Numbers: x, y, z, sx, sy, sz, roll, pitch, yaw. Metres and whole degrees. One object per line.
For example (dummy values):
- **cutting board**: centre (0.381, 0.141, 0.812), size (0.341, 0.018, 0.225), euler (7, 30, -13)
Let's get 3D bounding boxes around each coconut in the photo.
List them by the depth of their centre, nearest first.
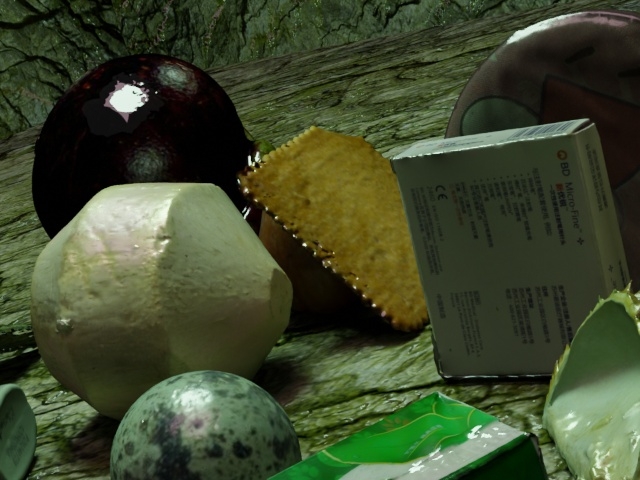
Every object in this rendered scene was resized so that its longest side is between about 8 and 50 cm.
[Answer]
- **coconut**: centre (-0.141, 0.053, 1.227), size (0.237, 0.237, 0.197), euler (-12, -19, 17)

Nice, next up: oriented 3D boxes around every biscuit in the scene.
- **biscuit**: centre (0.048, -0.023, 1.344), size (0.013, 0.232, 0.237), euler (-53, -7, 33)

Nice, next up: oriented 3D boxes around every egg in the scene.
- **egg**: centre (-0.084, 0.158, 0.941), size (0.132, 0.132, 0.172), euler (-22, 5, -20)

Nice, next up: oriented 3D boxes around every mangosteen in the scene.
- **mangosteen**: centre (-0.202, -0.069, 1.644), size (0.297, 0.313, 0.297), euler (-42, -11, -10)

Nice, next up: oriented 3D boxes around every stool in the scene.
- **stool**: centre (0.258, -0.064, 1.179), size (0.272, 0.272, 0.178), euler (-9, 1, 25)

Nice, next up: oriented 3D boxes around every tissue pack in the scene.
- **tissue pack**: centre (0.009, 0.189, 0.700), size (0.209, 0.148, 0.156), euler (-24, 17, -23)

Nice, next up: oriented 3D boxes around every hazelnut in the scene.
- **hazelnut**: centre (0.000, 0.000, 1.390), size (0.150, 0.150, 0.150), euler (-15, 15, 4)

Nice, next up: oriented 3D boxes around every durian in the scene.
- **durian**: centre (0.220, 0.115, 0.892), size (0.139, 0.144, 0.252), euler (-52, 18, 12)

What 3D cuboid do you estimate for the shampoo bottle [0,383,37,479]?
- **shampoo bottle**: centre (-0.443, 0.218, 1.205), size (0.359, 0.078, 0.134), euler (-13, 26, 10)

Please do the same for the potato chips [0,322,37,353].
- **potato chips**: centre (-0.424, 0.129, 1.503), size (0.220, 0.029, 0.202), euler (-21, -10, 25)

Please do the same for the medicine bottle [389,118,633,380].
- **medicine bottle**: centre (0.156, 0.013, 1.071), size (0.171, 0.201, 0.052), euler (-7, 13, 35)
